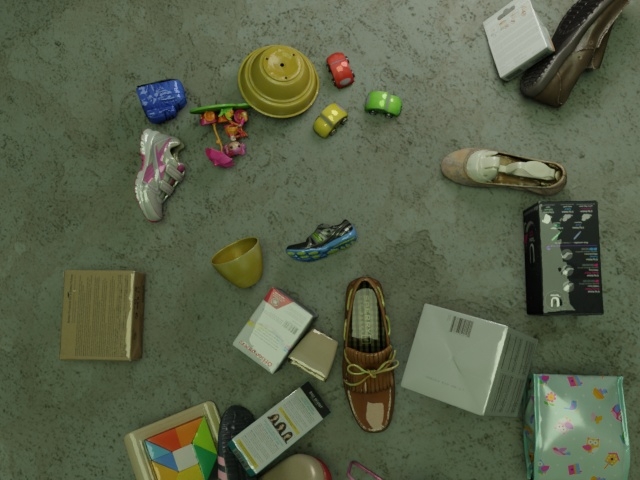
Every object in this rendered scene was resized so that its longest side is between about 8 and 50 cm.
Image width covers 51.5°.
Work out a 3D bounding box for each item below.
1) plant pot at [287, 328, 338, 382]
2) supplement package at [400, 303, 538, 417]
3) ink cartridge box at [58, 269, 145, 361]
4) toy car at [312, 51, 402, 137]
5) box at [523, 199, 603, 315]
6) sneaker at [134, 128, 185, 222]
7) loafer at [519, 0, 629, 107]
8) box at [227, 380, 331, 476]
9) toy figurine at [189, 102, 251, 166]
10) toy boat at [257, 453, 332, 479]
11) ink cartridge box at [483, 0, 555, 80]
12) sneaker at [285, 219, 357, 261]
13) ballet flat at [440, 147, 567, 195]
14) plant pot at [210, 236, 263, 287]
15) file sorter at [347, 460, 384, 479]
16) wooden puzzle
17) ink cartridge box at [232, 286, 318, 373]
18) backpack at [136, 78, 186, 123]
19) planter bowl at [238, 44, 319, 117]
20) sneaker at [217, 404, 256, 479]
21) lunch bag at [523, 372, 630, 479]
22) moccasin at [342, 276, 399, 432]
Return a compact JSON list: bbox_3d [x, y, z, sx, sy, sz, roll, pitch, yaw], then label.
[{"bbox_3d":[-0.011,0.284,1.669,0.109,0.109,0.096,28,74,7],"label":"plant pot"},{"bbox_3d":[0.349,0.279,1.527,0.199,0.263,0.198,14,84,34],"label":"supplement package"},{"bbox_3d":[-0.565,0.194,1.728,0.193,0.088,0.234,1,84,6],"label":"ink cartridge box"},{"bbox_3d":[0.105,-0.377,1.753,0.225,0.053,0.238,11,85,6],"label":"toy car"},{"bbox_3d":[0.583,0.047,1.611,0.143,0.165,0.270,-1,83,4],"label":"box"},{"bbox_3d":[-0.417,-0.172,1.749,0.111,0.103,0.252,2,85,6],"label":"sneaker"},{"bbox_3d":[0.664,-0.494,1.700,0.130,0.134,0.366,36,98,-19],"label":"loafer"},{"bbox_3d":[-0.098,0.455,1.618,0.244,0.060,0.100,-32,80,-31],"label":"box"},{"bbox_3d":[-0.249,-0.275,1.760,0.173,0.130,0.159,-11,97,-21],"label":"toy figurine"},{"bbox_3d":[-0.055,0.625,1.620,0.231,0.151,0.151,-41,41,26],"label":"toy boat"},{"bbox_3d":[0.507,-0.524,1.711,0.145,0.045,0.179,-30,60,42],"label":"ink cartridge box"},{"bbox_3d":[0.000,0.000,1.723,0.188,0.067,0.078,-21,61,4],"label":"sneaker"},{"bbox_3d":[0.467,-0.184,1.676,0.316,0.106,0.107,7,84,6],"label":"ballet flat"},{"bbox_3d":[-0.200,0.065,1.703,0.134,0.134,0.095,-24,111,2],"label":"plant pot"},{"bbox_3d":[0.072,0.701,1.566,0.182,0.202,0.290,31,87,10],"label":"file sorter"},{"bbox_3d":[-0.342,0.545,1.656,0.239,0.044,0.220,-18,82,-21],"label":"wooden puzzle"},{"bbox_3d":[-0.112,0.225,1.667,0.128,0.127,0.176,36,88,8],"label":"ink cartridge box"},{"bbox_3d":[-0.418,-0.373,1.777,0.120,0.098,0.101,-20,92,-10],"label":"backpack"},{"bbox_3d":[-0.104,-0.437,1.730,0.217,0.090,0.217,2,74,-8],"label":"planter bowl"},{"bbox_3d":[-0.218,0.570,1.627,0.112,0.131,0.319,17,47,-28],"label":"sneaker"},{"bbox_3d":[0.599,0.450,1.571,0.224,0.160,0.262,0,78,4],"label":"lunch bag"},{"bbox_3d":[0.123,0.279,1.632,0.139,0.147,0.379,2,84,5],"label":"moccasin"}]
